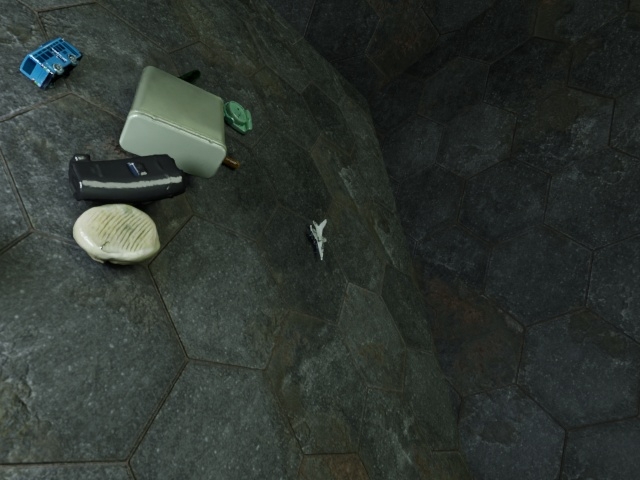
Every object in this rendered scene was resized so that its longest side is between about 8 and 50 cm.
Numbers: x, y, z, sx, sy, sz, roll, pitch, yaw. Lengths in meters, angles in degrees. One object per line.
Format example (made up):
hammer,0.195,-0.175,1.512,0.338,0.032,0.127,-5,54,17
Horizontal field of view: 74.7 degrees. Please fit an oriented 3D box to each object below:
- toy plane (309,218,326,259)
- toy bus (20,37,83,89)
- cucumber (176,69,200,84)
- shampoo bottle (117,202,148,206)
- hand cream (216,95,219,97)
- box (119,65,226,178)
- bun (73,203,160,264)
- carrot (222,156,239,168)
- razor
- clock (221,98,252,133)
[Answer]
toy plane,-0.013,-0.002,2.199,0.160,0.082,0.234,39,50,-49
toy bus,-0.880,-0.588,1.379,0.106,0.090,0.185,41,36,-26
cucumber,-0.628,-0.728,1.911,0.056,0.056,0.284,51,36,-15
shampoo bottle,-0.610,-0.159,1.433,0.074,0.074,0.192,57,32,-6
hand cream,-0.507,-0.675,2.078,0.035,0.022,0.102,31,45,-52
box,-0.546,-0.458,1.613,0.351,0.177,0.344,18,45,-30
bun,-0.609,-0.010,1.265,0.237,0.116,0.210,25,42,-24
carrot,-0.443,-0.366,1.893,0.170,0.042,0.042,18,50,-47
razor,-0.609,-0.197,1.332,0.326,0.107,0.189,-11,49,-39
clock,-0.429,-0.632,2.111,0.188,0.060,0.148,24,45,-48
